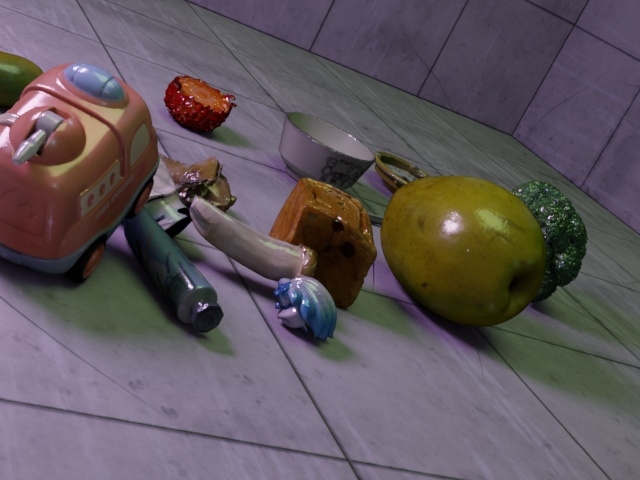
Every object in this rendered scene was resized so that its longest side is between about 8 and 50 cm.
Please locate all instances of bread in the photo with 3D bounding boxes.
[{"bbox_3d":[0.000,0.000,1.620,0.149,0.143,0.158,21,22,-21],"label":"bread"}]

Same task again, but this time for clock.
[{"bbox_3d":[0.215,-0.131,2.450,0.237,0.057,0.237,27,17,-9],"label":"clock"}]

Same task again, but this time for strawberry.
[{"bbox_3d":[-0.252,-0.276,2.114,0.145,0.086,0.145,23,18,-8],"label":"strawberry"}]

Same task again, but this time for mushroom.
[{"bbox_3d":[-0.098,0.004,1.488,0.209,0.071,0.084,29,-6,-13],"label":"mushroom"}]

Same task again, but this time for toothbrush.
[{"bbox_3d":[0.171,-0.028,2.142,0.294,0.026,0.028,17,36,-33],"label":"toothbrush"}]

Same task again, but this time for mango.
[{"bbox_3d":[-0.538,-0.273,1.681,0.191,0.085,0.122,16,24,-35],"label":"mango"}]

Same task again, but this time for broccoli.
[{"bbox_3d":[0.413,0.006,2.128,0.270,0.270,0.270,-7,20,2],"label":"broccoli"}]

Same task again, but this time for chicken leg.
[{"bbox_3d":[-0.219,-0.104,1.698,0.125,0.080,0.196,-4,33,-37],"label":"chicken leg"}]

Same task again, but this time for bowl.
[{"bbox_3d":[0.001,-0.172,2.152,0.211,0.112,0.211,24,17,-8],"label":"bowl"}]

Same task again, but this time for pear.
[{"bbox_3d":[0.242,0.015,1.780,0.253,0.253,0.307,10,13,-44],"label":"pear"}]

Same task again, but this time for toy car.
[{"bbox_3d":[-0.308,-0.102,1.248,0.180,0.212,0.270,28,47,3],"label":"toy car"}]

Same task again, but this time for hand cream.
[{"bbox_3d":[-0.209,0.024,1.358,0.058,0.091,0.271,-21,46,-24],"label":"hand cream"}]

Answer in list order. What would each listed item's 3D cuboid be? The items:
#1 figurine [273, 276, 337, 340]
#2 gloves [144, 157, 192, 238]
[{"bbox_3d":[-0.017,0.099,1.440,0.114,0.079,0.114,49,-12,14],"label":"figurine"},{"bbox_3d":[-0.279,-0.093,1.511,0.212,0.111,0.127,51,40,7],"label":"gloves"}]
